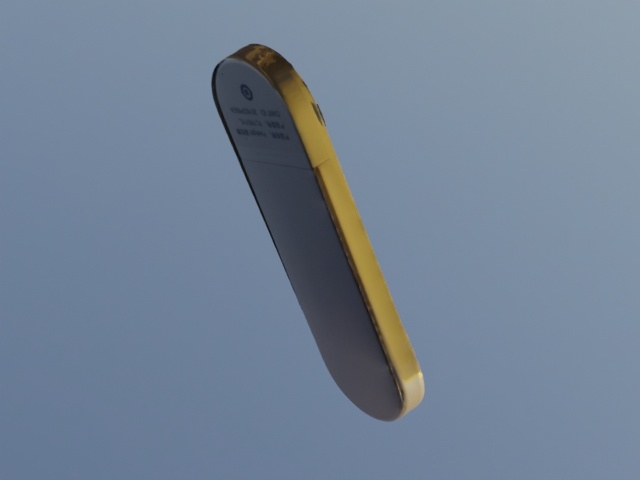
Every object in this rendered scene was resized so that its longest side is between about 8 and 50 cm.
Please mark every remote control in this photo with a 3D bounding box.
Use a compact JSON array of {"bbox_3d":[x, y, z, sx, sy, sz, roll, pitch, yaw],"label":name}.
[{"bbox_3d":[0.000,0.000,1.039,0.022,0.245,0.077,-35,-155,-30],"label":"remote control"}]
